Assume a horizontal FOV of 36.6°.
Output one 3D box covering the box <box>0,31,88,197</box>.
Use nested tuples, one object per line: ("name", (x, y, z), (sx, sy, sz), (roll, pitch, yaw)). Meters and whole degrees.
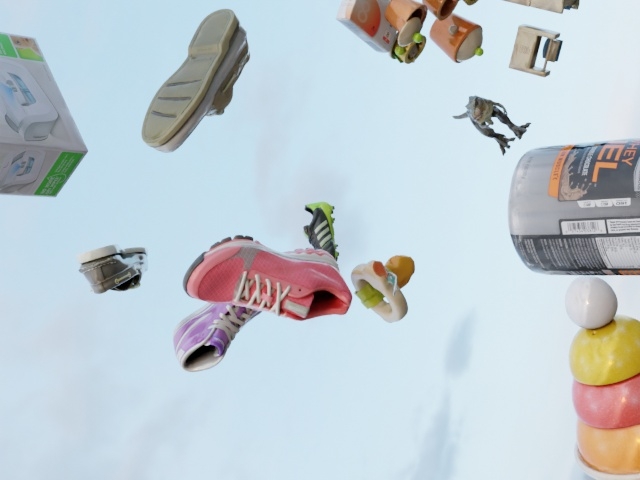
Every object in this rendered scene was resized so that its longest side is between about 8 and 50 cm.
("box", (-0.533, -0.204, 1.521), (0.231, 0.262, 0.127), (2, -40, -48))

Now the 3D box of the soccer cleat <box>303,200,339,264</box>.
("soccer cleat", (0.000, 0.000, 2.094), (0.060, 0.072, 0.179), (102, 164, -66))

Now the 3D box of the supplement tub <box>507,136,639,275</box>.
("supplement tub", (0.468, -0.050, 1.436), (0.207, 0.338, 0.207), (3, -94, -52))

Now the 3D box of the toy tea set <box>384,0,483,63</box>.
("toy tea set", (0.257, -0.439, 2.009), (0.336, 0.124, 0.200), (-30, -29, -41))

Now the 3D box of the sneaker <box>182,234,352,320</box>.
("sneaker", (-0.076, 0.075, 1.639), (0.314, 0.136, 0.116), (2, -59, -34))

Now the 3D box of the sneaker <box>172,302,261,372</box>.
("sneaker", (-0.173, 0.159, 1.936), (0.282, 0.102, 0.161), (-44, 21, 5))

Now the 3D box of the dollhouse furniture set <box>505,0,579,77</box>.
("dollhouse furniture set", (0.411, -0.427, 1.863), (0.129, 0.129, 0.183), (-30, -45, -57))

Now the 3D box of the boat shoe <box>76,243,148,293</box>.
("boat shoe", (-0.426, 0.065, 2.033), (0.305, 0.109, 0.091), (18, -126, -84))

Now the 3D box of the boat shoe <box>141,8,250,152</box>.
("boat shoe", (-0.205, -0.266, 1.712), (0.103, 0.113, 0.302), (53, -123, -45))

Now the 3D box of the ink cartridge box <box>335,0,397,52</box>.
("ink cartridge box", (0.115, -0.488, 1.938), (0.145, 0.045, 0.179), (27, -98, -46))

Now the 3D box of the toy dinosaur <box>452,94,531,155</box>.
("toy dinosaur", (0.301, -0.211, 1.719), (0.064, 0.118, 0.268), (-56, -1, 3))

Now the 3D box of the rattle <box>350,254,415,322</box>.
("rattle", (0.137, 0.055, 1.704), (0.143, 0.130, 0.199), (-26, -27, -15))

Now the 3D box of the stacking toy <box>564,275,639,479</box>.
("stacking toy", (0.695, 0.289, 2.251), (0.350, 0.351, 0.480), (-41, -69, -52))
